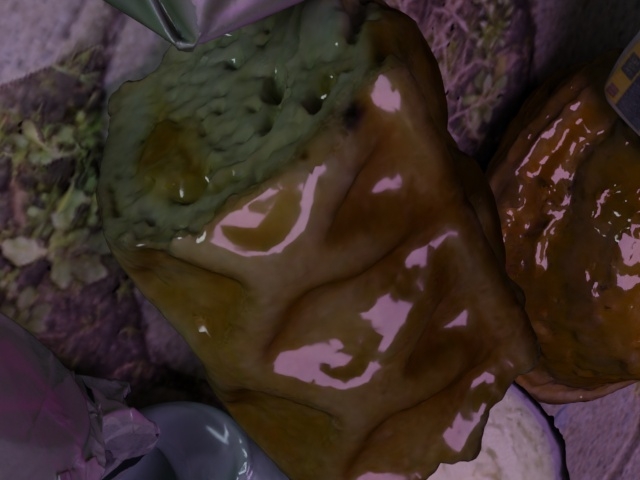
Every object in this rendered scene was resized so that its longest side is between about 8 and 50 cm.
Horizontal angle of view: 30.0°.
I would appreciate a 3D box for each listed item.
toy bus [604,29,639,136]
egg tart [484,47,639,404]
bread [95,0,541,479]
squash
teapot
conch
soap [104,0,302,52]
[{"bbox_3d":[0.353,-0.154,0.867,0.342,0.138,0.097,-34,161,-33],"label":"toy bus"},{"bbox_3d":[0.247,0.007,0.913,0.319,0.128,0.319,-15,120,-26],"label":"egg tart"},{"bbox_3d":[0.004,-0.005,0.699,0.196,0.238,0.252,-22,137,16],"label":"bread"},{"bbox_3d":[0.069,0.183,0.908,0.220,0.133,0.220,-4,102,-20],"label":"squash"},{"bbox_3d":[-0.219,0.125,0.664,0.163,0.221,0.178,43,103,4],"label":"teapot"},{"bbox_3d":[-0.079,0.211,0.783,0.185,0.121,0.221,-3,91,-9],"label":"conch"},{"bbox_3d":[-0.037,-0.225,0.607,0.199,0.138,0.182,-27,125,-22],"label":"soap"}]
